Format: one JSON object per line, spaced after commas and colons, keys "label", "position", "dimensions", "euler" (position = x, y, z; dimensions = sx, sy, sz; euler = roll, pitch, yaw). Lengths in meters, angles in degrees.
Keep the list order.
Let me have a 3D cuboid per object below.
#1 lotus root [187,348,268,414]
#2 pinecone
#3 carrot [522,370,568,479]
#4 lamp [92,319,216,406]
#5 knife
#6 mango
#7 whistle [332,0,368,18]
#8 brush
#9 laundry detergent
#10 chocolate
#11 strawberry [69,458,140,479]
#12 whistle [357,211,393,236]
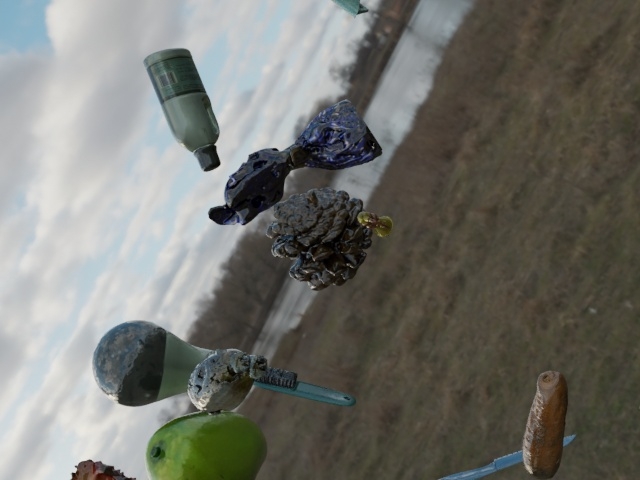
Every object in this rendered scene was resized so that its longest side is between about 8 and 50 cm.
{"label": "lotus root", "position": [-0.134, 0.193, 1.093], "dimensions": [0.165, 0.088, 0.088], "euler": [-41, 16, 47]}
{"label": "pinecone", "position": [0.010, -0.007, 1.806], "dimensions": [0.257, 0.244, 0.243], "euler": [42, -110, -45]}
{"label": "carrot", "position": [0.328, 0.267, 1.129], "dimensions": [0.060, 0.060, 0.186], "euler": [-64, -23, -62]}
{"label": "lamp", "position": [-0.324, 0.250, 1.658], "dimensions": [0.182, 0.314, 0.181], "euler": [172, 90, -74]}
{"label": "knife", "position": [0.349, 0.434, 1.508], "dimensions": [0.313, 0.019, 0.044], "euler": [-22, 10, 10]}
{"label": "mango", "position": [-0.204, 0.425, 1.524], "dimensions": [0.156, 0.192, 0.343], "euler": [-40, -19, 19]}
{"label": "whistle", "position": [0.015, -0.488, 1.495], "dimensions": [0.039, 0.186, 0.039], "euler": [-41, -20, -19]}
{"label": "brush", "position": [-0.031, 0.252, 1.357], "dimensions": [0.043, 0.194, 0.032], "euler": [-64, -17, -63]}
{"label": "laundry detergent", "position": [-0.236, -0.232, 1.398], "dimensions": [0.070, 0.225, 0.099], "euler": [-25, -3, 37]}
{"label": "chocolate", "position": [-0.059, -0.137, 1.414], "dimensions": [0.343, 0.126, 0.148], "euler": [-28, -8, -3]}
{"label": "strawberry", "position": [-0.220, 0.346, 0.899], "dimensions": [0.140, 0.192, 0.085], "euler": [-60, 1, -5]}
{"label": "whistle", "position": [0.115, -0.032, 1.620], "dimensions": [0.046, 0.057, 0.109], "euler": [-43, -24, 16]}
